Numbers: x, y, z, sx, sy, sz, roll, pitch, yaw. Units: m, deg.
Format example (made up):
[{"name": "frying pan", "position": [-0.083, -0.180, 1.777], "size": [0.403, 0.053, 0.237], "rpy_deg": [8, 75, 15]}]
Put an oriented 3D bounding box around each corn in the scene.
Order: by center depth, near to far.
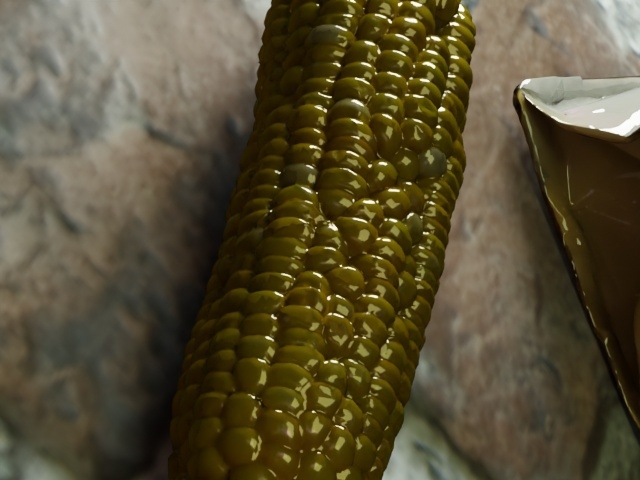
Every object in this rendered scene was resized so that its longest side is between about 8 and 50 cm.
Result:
[{"name": "corn", "position": [0.005, 0.001, 0.685], "size": [0.102, 0.102, 0.313], "rpy_deg": [33, 51, -29]}]

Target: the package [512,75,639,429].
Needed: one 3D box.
[{"name": "package", "position": [0.283, -0.030, 0.937], "size": [0.311, 0.165, 0.221], "rpy_deg": [-9, 75, -47]}]
